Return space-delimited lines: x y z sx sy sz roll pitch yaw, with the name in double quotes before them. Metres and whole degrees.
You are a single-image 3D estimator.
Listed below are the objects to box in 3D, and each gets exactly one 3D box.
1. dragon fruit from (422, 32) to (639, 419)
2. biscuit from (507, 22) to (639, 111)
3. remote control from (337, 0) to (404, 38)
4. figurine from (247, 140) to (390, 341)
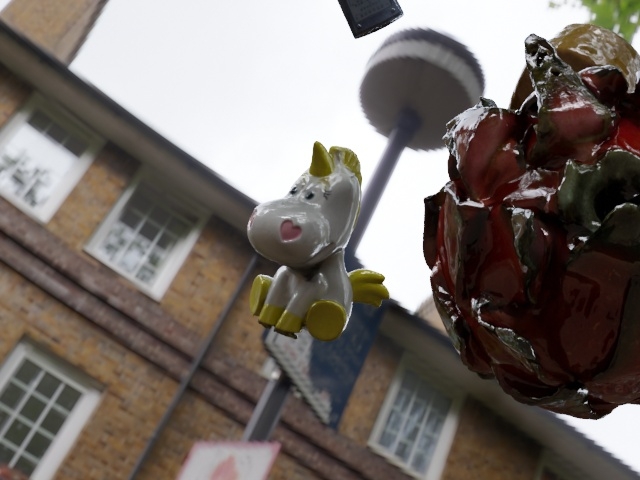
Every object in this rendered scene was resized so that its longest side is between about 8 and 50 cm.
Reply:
"dragon fruit" 0.152 0.003 0.700 0.193 0.192 0.274 22 -11 -5
"biscuit" 0.240 -0.044 0.956 0.343 0.057 0.287 0 -50 52
"remote control" 0.013 -0.232 0.961 0.043 0.027 0.153 -25 -96 -1
"figurine" -0.006 0.000 1.077 0.109 0.129 0.178 17 -58 47
